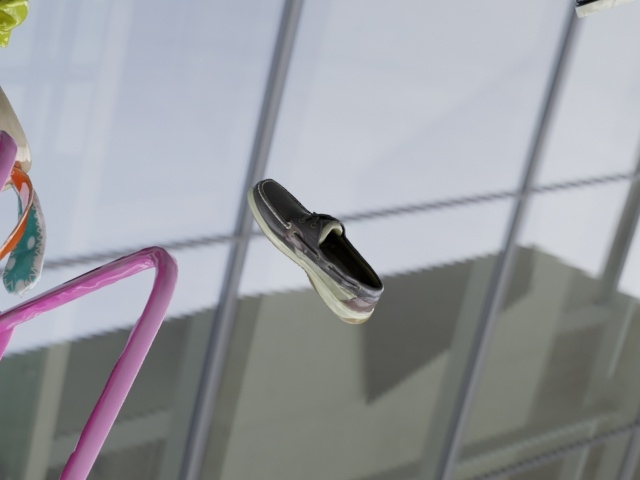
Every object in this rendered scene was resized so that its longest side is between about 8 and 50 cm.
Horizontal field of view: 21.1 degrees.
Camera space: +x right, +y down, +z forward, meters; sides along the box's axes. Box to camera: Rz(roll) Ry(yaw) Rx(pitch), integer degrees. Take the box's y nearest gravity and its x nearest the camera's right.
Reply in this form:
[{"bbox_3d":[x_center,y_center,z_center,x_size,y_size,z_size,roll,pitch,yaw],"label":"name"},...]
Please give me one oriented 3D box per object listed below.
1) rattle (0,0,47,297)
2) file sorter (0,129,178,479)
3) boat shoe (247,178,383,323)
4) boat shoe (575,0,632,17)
[{"bbox_3d":[-0.140,-0.077,0.893,0.142,0.130,0.200,-15,-139,-27],"label":"rattle"},{"bbox_3d":[-0.222,0.014,0.545,0.290,0.182,0.202,37,-124,-22],"label":"file sorter"},{"bbox_3d":[0.000,0.000,1.454,0.152,0.049,0.056,48,-144,11],"label":"boat shoe"},{"bbox_3d":[0.206,-0.167,0.989,0.133,0.042,0.049,-15,-172,17],"label":"boat shoe"}]
